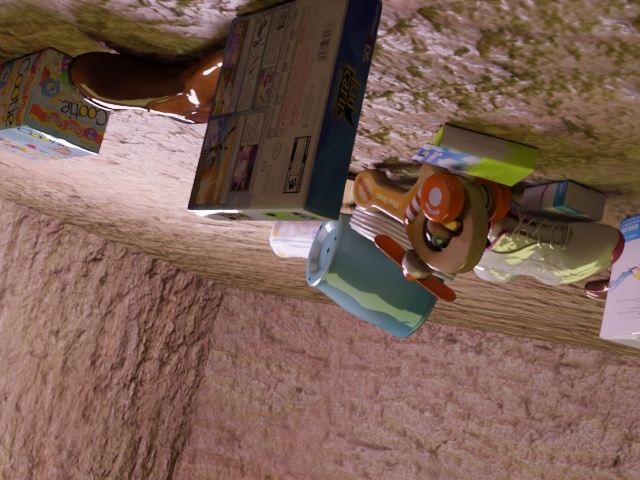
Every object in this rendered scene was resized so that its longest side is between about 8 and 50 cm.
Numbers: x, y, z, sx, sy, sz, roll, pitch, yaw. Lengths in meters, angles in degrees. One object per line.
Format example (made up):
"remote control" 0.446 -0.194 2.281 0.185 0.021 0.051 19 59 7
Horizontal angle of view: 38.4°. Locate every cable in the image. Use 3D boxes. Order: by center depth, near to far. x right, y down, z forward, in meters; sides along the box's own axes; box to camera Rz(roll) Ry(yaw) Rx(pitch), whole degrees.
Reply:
"cable" 0.182 -0.007 1.888 0.257 0.089 0.257 27 -178 -6

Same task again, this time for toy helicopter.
"toy helicopter" 0.171 -0.038 1.672 0.140 0.235 0.355 -2 -160 -34

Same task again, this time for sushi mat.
"sushi mat" 0.049 -0.103 2.006 0.151 0.019 0.316 13 170 2

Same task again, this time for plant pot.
"plant pot" 0.114 0.057 2.110 0.255 0.272 0.271 20 168 -17

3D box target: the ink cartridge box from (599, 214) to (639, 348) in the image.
"ink cartridge box" 0.630 0.083 1.641 0.171 0.233 0.168 16 169 -9

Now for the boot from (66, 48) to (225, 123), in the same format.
"boot" -0.216 -0.241 1.396 0.264 0.096 0.280 21 167 -35

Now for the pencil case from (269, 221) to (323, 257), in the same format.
"pencil case" 0.000 0.000 2.331 0.273 0.124 0.113 7 124 42

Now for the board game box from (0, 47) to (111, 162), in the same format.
"board game box" -0.504 -0.237 1.660 0.144 0.142 0.275 22 167 -38

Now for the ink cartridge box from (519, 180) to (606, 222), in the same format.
"ink cartridge box" 0.427 -0.064 1.626 0.088 0.052 0.122 19 167 -24

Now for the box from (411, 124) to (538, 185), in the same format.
"box" 0.247 -0.138 1.485 0.178 0.042 0.109 15 169 -5

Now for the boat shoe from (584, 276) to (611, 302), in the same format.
"boat shoe" 0.709 0.108 2.194 0.178 0.064 0.060 0 132 49

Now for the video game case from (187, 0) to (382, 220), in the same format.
"video game case" -0.048 -0.158 1.125 0.061 0.270 0.244 19 169 -39

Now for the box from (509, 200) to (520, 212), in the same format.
"box" 0.300 -0.054 1.793 0.137 0.072 0.126 5 166 42

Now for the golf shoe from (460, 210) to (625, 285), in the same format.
"golf shoe" 0.375 0.005 1.619 0.306 0.115 0.140 -7 142 42
